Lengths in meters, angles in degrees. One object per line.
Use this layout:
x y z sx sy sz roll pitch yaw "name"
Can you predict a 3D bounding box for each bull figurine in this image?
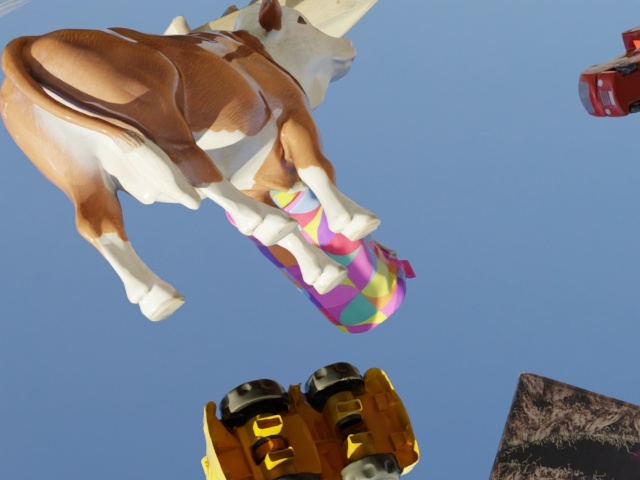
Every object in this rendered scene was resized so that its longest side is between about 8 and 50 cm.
-0.059 -0.061 1.022 0.188 0.101 0.310 53 -150 16 "bull figurine"

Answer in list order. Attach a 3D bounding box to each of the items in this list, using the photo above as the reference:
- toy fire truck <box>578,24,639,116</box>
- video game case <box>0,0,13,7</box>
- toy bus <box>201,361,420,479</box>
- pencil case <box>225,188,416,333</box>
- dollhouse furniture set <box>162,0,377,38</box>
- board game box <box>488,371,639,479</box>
0.303 -0.166 1.670 0.192 0.047 0.135 -25 -164 -31 "toy fire truck"
-0.163 -0.168 1.013 0.300 0.036 0.329 -27 -170 7 "video game case"
-0.022 0.256 1.930 0.220 0.211 0.149 -12 -122 -18 "toy bus"
0.000 0.000 1.718 0.104 0.236 0.104 -16 -125 24 "pencil case"
-0.091 -0.239 1.271 0.161 0.242 0.212 -27 176 -24 "dollhouse furniture set"
0.208 0.259 1.145 0.232 0.291 0.141 15 177 17 "board game box"
